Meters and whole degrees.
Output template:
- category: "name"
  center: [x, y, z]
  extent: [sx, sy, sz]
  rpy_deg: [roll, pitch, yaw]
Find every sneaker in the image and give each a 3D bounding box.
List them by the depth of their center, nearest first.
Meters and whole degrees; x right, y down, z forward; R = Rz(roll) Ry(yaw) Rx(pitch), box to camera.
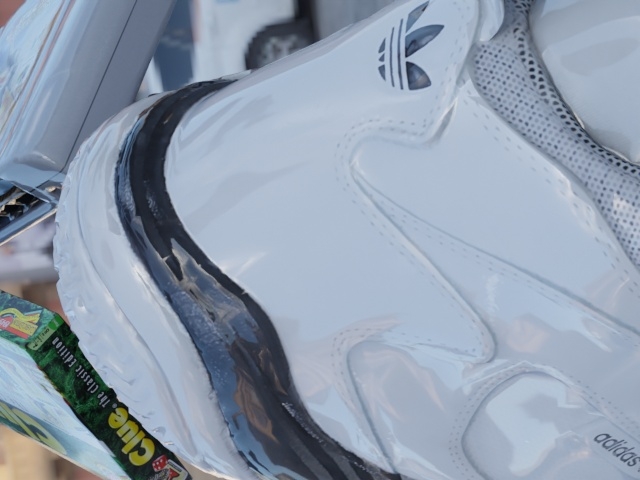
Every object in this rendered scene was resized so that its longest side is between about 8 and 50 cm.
- category: "sneaker"
  center: [0.118, 0.036, 0.494]
  extent: [0.210, 0.366, 0.137]
  rpy_deg: [-29, 43, 37]

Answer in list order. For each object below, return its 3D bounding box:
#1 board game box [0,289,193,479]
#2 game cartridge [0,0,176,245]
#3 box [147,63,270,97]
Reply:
- category: "board game box"
  center: [-0.188, 0.061, 0.890]
  extent: [0.259, 0.030, 0.136]
  rpy_deg: [16, 151, 46]
- category: "game cartridge"
  center: [-0.191, -0.092, 1.078]
  extent: [0.297, 0.062, 0.198]
  rpy_deg: [-23, 46, 56]
- category: "box"
  center: [0.000, 0.000, 1.007]
  extent: [0.167, 0.203, 0.168]
  rpy_deg: [47, -137, -43]
